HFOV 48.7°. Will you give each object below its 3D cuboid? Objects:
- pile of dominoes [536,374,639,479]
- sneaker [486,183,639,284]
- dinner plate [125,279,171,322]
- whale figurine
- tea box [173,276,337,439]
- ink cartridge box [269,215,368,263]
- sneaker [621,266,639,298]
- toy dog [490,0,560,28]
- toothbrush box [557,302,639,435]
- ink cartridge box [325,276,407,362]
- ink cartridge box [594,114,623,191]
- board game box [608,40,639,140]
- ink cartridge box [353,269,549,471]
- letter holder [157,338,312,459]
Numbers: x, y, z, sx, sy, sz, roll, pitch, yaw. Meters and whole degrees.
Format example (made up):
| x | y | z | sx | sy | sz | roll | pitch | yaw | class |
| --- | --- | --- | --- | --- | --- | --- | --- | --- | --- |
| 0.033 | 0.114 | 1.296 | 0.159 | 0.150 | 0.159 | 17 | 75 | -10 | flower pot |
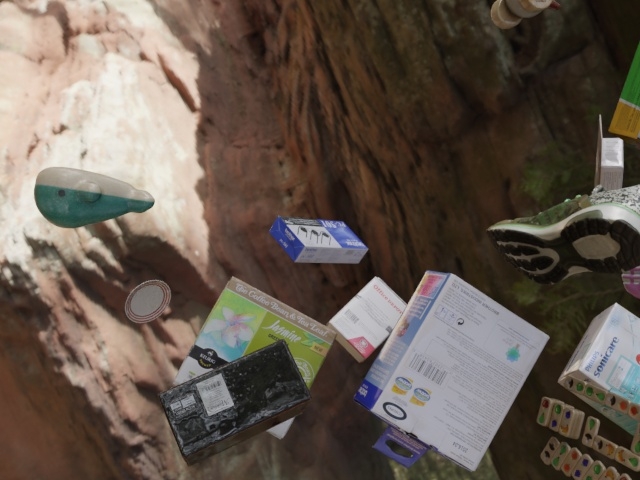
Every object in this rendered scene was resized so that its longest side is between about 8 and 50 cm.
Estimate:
| x | y | z | sx | sy | sz | roll | pitch | yaw | class |
| --- | --- | --- | --- | --- | --- | --- | --- | --- | --- |
| 0.526 | 0.386 | 1.395 | 0.251 | 0.040 | 0.195 | 17 | -88 | 68 | pile of dominoes |
| 0.503 | -0.026 | 1.396 | 0.158 | 0.182 | 0.410 | 53 | -23 | -14 | sneaker |
| -0.493 | 0.171 | 2.014 | 0.017 | 0.141 | 0.141 | 37 | -13 | 42 | dinner plate |
| -0.532 | -0.088 | 1.666 | 0.216 | 0.272 | 0.141 | -175 | -85 | -75 | whale figurine |
| -0.182 | 0.317 | 1.952 | 0.329 | 0.323 | 0.220 | 28 | -11 | -5 | tea box |
| 0.000 | 0.000 | 1.469 | 0.207 | 0.046 | 0.097 | 3 | 37 | -50 | ink cartridge box |
| 0.690 | 0.016 | 1.417 | 0.105 | 0.236 | 0.095 | 32 | -13 | -32 | sneaker |
| 0.541 | -0.706 | 1.799 | 0.220 | 0.161 | 0.333 | -138 | -131 | -58 | toy dog |
| 0.758 | 0.329 | 1.687 | 0.296 | 0.216 | 0.126 | 36 | -25 | 11 | toothbrush box |
| 0.147 | 0.242 | 2.170 | 0.158 | 0.218 | 0.092 | 45 | -20 | 8 | ink cartridge box |
| 0.878 | -0.192 | 2.159 | 0.296 | 0.066 | 0.261 | 74 | 26 | -42 | ink cartridge box |
| 0.771 | -0.336 | 1.633 | 0.064 | 0.242 | 0.317 | 22 | 11 | 33 | board game box |
| 0.258 | 0.298 | 1.507 | 0.270 | 0.395 | 0.151 | 33 | -9 | -9 | ink cartridge box |
| -0.193 | 0.378 | 1.623 | 0.152 | 0.302 | 0.214 | 63 | -16 | 19 | letter holder |
